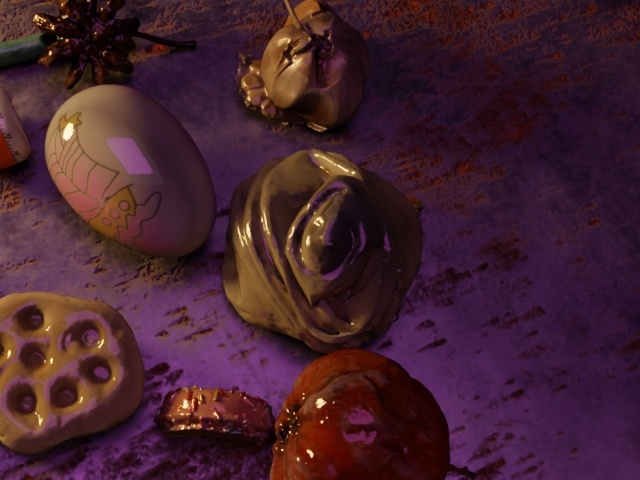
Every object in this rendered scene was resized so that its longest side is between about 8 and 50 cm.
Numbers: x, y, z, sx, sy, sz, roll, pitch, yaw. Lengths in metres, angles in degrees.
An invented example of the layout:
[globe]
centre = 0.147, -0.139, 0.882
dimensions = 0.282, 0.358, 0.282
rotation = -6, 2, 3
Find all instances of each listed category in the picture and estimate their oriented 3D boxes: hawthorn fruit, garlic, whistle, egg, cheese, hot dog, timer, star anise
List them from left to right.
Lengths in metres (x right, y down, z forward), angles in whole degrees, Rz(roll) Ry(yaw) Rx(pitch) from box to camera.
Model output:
[timer]
centre = -0.492, -0.155, 1.434
dimensions = 0.136, 0.099, 0.136
rotation = -3, 62, 5
[whistle]
centre = -0.449, -0.297, 1.529
dimensions = 0.186, 0.039, 0.039
rotation = -17, 70, -14
[cheese]
centre = -0.347, 0.174, 1.296
dimensions = 0.235, 0.117, 0.218
rotation = 31, 68, 5
[star anise]
centre = -0.321, -0.324, 1.512
dimensions = 0.234, 0.073, 0.177
rotation = -34, 113, -22
[egg]
centre = -0.262, -0.091, 1.381
dimensions = 0.196, 0.196, 0.271
rotation = -28, 80, -17
[garlic]
centre = -0.051, -0.283, 1.491
dimensions = 0.207, 0.257, 0.207
rotation = -22, 49, 28
[hawthorn fruit]
centre = 0.076, 0.270, 1.253
dimensions = 0.272, 0.242, 0.242
rotation = 23, 65, -13
[hot dog]
centre = 0.114, -0.055, 1.504
dimensions = 0.083, 0.021, 0.037
rotation = 16, 55, 1

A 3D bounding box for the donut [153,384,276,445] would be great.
[donut]
centre = -0.135, 0.228, 1.300
dimensions = 0.166, 0.117, 0.065
rotation = 7, 71, -5

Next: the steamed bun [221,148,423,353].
[steamed bun]
centre = 0.000, 0.000, 1.363
dimensions = 0.280, 0.207, 0.268
rotation = 23, 69, 5
